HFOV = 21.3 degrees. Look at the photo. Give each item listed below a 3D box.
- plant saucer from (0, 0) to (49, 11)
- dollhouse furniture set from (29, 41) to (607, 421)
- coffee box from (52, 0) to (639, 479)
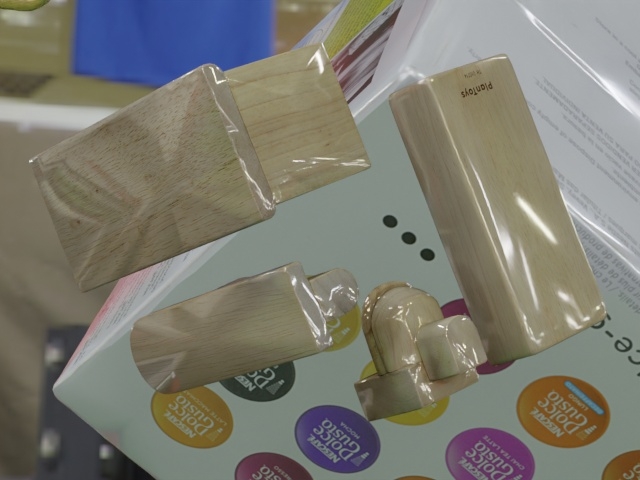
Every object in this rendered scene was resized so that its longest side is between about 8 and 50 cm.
[{"bbox_3d":[-0.354,-0.329,1.184,0.333,0.081,0.332,7,-44,9],"label":"plant saucer"},{"bbox_3d":[0.000,0.000,0.674,0.151,0.144,0.123,-22,1,-41],"label":"dollhouse furniture set"},{"bbox_3d":[0.102,0.021,1.079,0.337,0.338,0.334,41,-55,-12],"label":"coffee box"}]
